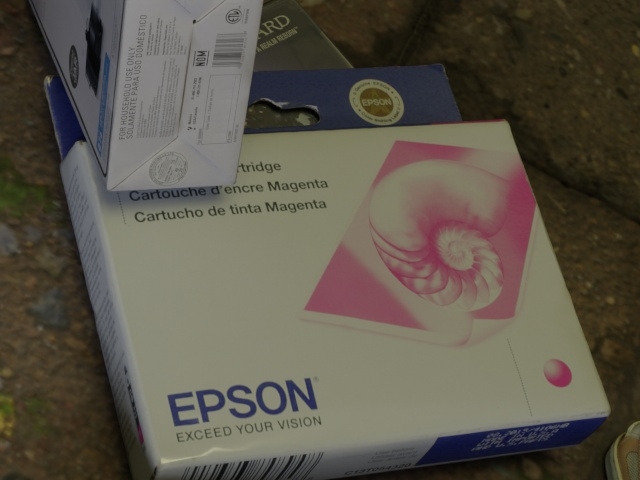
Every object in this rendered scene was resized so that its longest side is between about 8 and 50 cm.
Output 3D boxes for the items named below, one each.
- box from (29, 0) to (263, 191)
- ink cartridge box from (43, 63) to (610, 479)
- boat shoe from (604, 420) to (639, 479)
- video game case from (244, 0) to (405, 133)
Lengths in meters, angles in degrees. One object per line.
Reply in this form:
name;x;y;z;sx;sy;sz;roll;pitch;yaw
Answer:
box;-0.128;-0.181;1.127;0.087;0.169;0.290;-4;39;-21
ink cartridge box;0.000;0.000;1.150;0.324;0.071;0.330;-5;62;-23
boat shoe;0.245;0.206;1.137;0.068;0.072;0.190;-5;61;-25
video game case;-0.010;-0.046;1.233;0.196;0.026;0.274;-31;73;-34
